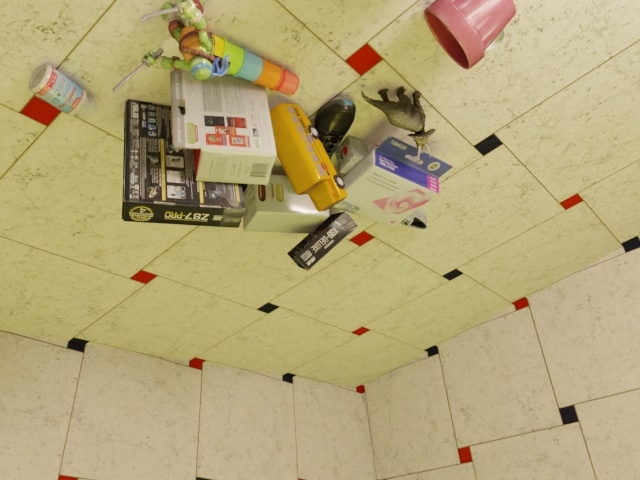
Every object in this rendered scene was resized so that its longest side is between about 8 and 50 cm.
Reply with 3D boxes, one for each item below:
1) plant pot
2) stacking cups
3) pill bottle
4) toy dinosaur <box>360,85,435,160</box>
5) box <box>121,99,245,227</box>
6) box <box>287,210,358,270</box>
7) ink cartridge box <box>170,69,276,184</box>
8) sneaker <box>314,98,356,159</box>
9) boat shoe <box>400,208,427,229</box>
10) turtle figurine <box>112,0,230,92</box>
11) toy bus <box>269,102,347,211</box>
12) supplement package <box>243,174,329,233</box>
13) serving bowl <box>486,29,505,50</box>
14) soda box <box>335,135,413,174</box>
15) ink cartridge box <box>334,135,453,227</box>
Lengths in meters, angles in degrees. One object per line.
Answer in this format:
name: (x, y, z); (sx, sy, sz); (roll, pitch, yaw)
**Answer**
plant pot: (0.408, -0.594, 1.520); (0.180, 0.201, 0.201); (-38, 141, 10)
stacking cups: (-0.197, -0.483, 1.567); (0.316, 0.096, 0.096); (12, 139, -33)
pill bottle: (-0.695, -0.396, 1.543); (0.087, 0.087, 0.160); (-28, 143, 22)
toy dinosaur: (0.261, -0.397, 1.771); (0.121, 0.160, 0.313); (-35, 139, 28)
box: (-0.395, -0.222, 1.617); (0.318, 0.394, 0.097); (2, 142, -21)
box: (0.000, 0.000, 2.120); (0.242, 0.076, 0.307); (-41, -174, -7)
ink cartridge box: (-0.283, -0.318, 1.587); (0.272, 0.309, 0.130); (2, 144, -18)
sneaker: (0.017, -0.307, 1.848); (0.125, 0.139, 0.341); (11, 139, -27)
boat shoe: (0.354, -0.098, 2.307); (0.228, 0.081, 0.079); (16, 137, -35)
turtle figurine: (-0.352, -0.501, 1.335); (0.275, 0.266, 0.197); (-4, 145, -13)
toy bus: (-0.050, -0.252, 1.745); (0.108, 0.332, 0.130); (-30, 173, 31)
supplement package: (-0.128, -0.124, 2.020); (0.262, 0.145, 0.204); (1, 162, -20)
serving bowl: (0.495, -0.599, 1.668); (0.083, 0.027, 0.083); (-8, 145, -6)
soda box: (0.197, -0.269, 1.994); (0.286, 0.098, 0.091); (11, 141, -30)
ink cartridge box: (0.247, -0.189, 1.982); (0.324, 0.071, 0.330); (16, 139, -35)
